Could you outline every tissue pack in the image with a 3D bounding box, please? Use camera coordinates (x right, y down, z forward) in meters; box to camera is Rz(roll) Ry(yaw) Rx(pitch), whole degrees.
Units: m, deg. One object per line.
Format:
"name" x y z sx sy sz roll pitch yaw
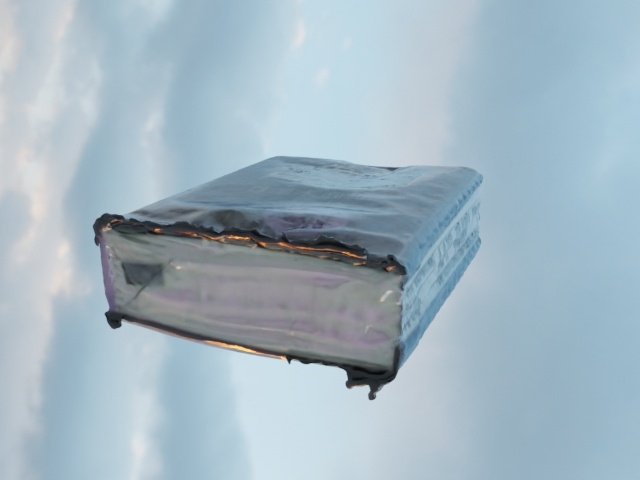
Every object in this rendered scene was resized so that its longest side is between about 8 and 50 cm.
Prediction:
"tissue pack" 0.000 0.000 0.739 0.260 0.361 0.122 9 -72 20
